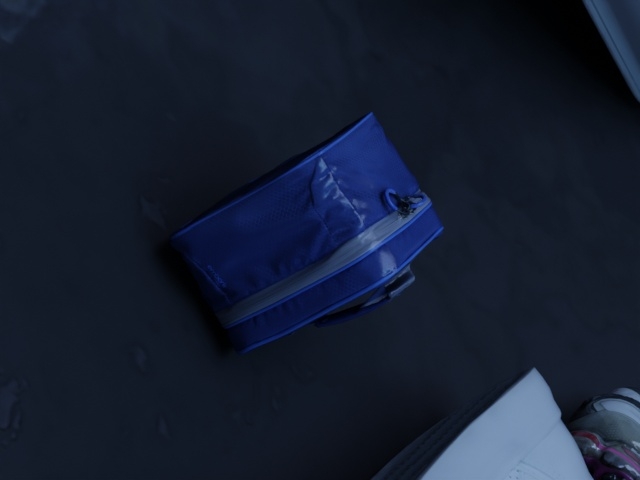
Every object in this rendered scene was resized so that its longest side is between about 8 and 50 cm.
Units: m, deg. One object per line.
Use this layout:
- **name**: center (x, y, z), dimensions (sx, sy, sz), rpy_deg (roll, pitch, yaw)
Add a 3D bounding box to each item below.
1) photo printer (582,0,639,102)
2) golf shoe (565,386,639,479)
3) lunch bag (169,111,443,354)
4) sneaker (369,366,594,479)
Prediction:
- **photo printer**: center (0.153, -0.238, 0.906), dimensions (0.307, 0.107, 0.256), rpy_deg (46, 36, -55)
- **golf shoe**: center (0.175, 0.148, 0.819), dimensions (0.186, 0.067, 0.086), rpy_deg (56, 40, -5)
- **lunch bag**: center (0.000, 0.000, 0.704), dimensions (0.065, 0.098, 0.067), rpy_deg (59, 36, -6)
- **sneaker**: center (0.049, 0.174, 0.648), dimensions (0.169, 0.108, 0.292), rpy_deg (57, 40, 1)
